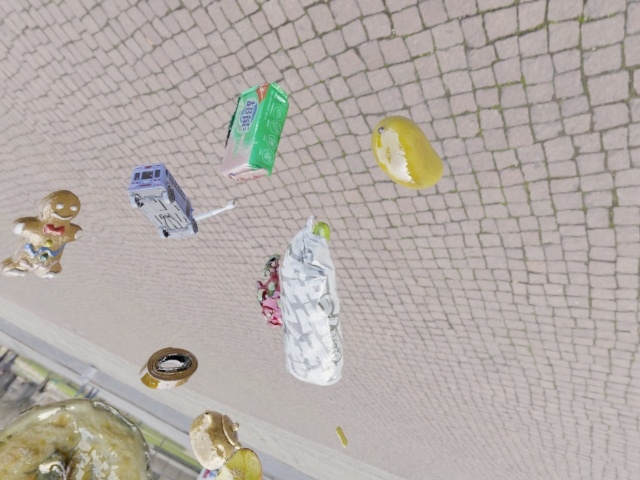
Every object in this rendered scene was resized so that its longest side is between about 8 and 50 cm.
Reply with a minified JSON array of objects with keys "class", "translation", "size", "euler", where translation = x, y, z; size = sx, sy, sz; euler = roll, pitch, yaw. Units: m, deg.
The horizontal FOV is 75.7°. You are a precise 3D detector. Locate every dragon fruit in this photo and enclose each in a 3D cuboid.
[{"class":"dragon fruit","translation":[-0.171,0.217,1.673],"size":[0.218,0.273,0.198],"euler":[16,126,-34]}]

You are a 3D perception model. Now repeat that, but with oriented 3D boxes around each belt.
[{"class":"belt","translation":[-0.234,0.196,0.640],"size":[0.083,0.059,0.036],"euler":[8,135,-45]}]

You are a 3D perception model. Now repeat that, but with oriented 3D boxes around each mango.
[{"class":"mango","translation":[0.000,0.000,1.791],"size":[0.074,0.165,0.091],"euler":[7,-176,-25]},{"class":"mango","translation":[0.285,-0.269,1.336],"size":[0.331,0.195,0.142],"euler":[36,158,-34]}]

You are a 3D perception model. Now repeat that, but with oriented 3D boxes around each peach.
[{"class":"peach","translation":[-0.232,0.690,1.191],"size":[0.151,0.151,0.118],"euler":[12,141,23]}]

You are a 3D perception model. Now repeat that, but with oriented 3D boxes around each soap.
[{"class":"soap","translation":[0.088,0.812,1.702],"size":[0.012,0.034,0.089],"euler":[-23,96,44]},{"class":"soap","translation":[-0.184,-0.301,1.176],"size":[0.217,0.274,0.098],"euler":[1,164,43]}]

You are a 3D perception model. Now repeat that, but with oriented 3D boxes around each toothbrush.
[{"class":"toothbrush","translation":[-0.481,-0.124,1.813],"size":[0.342,0.030,0.025],"euler":[-14,150,42]}]

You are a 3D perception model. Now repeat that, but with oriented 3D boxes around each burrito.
[{"class":"burrito","translation":[-0.025,0.142,0.894],"size":[0.138,0.101,0.446],"euler":[3,121,14]}]

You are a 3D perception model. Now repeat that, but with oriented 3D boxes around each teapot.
[{"class":"teapot","translation":[-0.381,0.753,1.579],"size":[0.311,0.166,0.203],"euler":[67,175,-34]}]

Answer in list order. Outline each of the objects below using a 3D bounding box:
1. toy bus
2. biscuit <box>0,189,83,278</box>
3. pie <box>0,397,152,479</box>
[{"class":"toy bus","translation":[-0.508,-0.120,1.361],"size":[0.125,0.133,0.292],"euler":[-7,151,3]},{"class":"biscuit","translation":[-0.558,-0.010,0.844],"size":[0.031,0.205,0.138],"euler":[32,-175,25]},{"class":"pie","translation":[-0.396,0.383,0.635],"size":[0.274,0.274,0.055],"euler":[42,129,-19]}]
